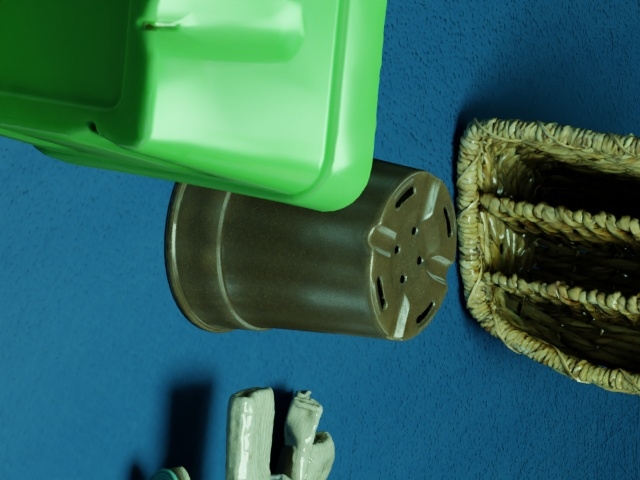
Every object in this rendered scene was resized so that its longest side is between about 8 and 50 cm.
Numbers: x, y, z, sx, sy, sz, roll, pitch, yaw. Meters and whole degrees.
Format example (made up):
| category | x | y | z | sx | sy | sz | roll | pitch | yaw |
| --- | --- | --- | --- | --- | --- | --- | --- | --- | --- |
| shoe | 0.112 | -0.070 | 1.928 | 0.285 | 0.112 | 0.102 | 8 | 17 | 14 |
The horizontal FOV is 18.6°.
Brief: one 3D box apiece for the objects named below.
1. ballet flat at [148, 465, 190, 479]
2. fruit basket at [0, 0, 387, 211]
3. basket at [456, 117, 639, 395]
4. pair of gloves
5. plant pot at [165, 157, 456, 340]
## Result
| category | x | y | z | sx | sy | sz | roll | pitch | yaw |
| --- | --- | --- | --- | --- | --- | --- | --- | --- | --- |
| ballet flat | -0.111 | 0.241 | 1.435 | 0.052 | 0.057 | 0.168 | 2 | 106 | -44 |
| fruit basket | -0.064 | -0.215 | 1.164 | 0.392 | 0.283 | 0.392 | -25 | 121 | -53 |
| basket | 0.271 | 0.026 | 1.758 | 0.223 | 0.299 | 0.213 | 23 | 80 | -60 |
| pair of gloves | -0.036 | 0.215 | 1.511 | 0.240 | 0.042 | 0.204 | 24 | 76 | -75 |
| plant pot | 0.000 | 0.000 | 1.443 | 0.167 | 0.165 | 0.167 | -21 | 116 | -53 |
